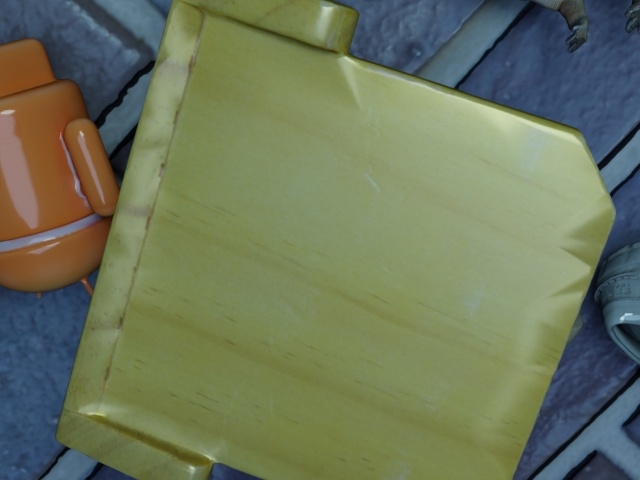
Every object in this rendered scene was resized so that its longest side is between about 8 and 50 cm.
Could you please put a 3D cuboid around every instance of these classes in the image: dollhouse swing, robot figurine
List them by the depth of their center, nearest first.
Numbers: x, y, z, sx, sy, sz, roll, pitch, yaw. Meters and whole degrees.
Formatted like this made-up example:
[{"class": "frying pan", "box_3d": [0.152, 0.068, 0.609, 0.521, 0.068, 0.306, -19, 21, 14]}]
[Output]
[{"class": "dollhouse swing", "box_3d": [0.000, 0.000, 0.754, 0.304, 0.315, 0.347, 15, 104, -8]}, {"class": "robot figurine", "box_3d": [-0.244, -0.052, 0.825, 0.158, 0.128, 0.220, -15, 105, -2]}]

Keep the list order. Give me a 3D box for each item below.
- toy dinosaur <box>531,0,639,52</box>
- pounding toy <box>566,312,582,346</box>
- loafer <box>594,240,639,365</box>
[{"class": "toy dinosaur", "box_3d": [0.186, -0.267, 0.801, 0.295, 0.200, 0.127, -19, 146, -20]}, {"class": "pounding toy", "box_3d": [0.084, 0.051, 0.900, 0.269, 0.155, 0.154, 29, 131, -1]}, {"class": "loafer", "box_3d": [0.378, 0.127, 0.902, 0.319, 0.111, 0.112, 33, 137, -7]}]
